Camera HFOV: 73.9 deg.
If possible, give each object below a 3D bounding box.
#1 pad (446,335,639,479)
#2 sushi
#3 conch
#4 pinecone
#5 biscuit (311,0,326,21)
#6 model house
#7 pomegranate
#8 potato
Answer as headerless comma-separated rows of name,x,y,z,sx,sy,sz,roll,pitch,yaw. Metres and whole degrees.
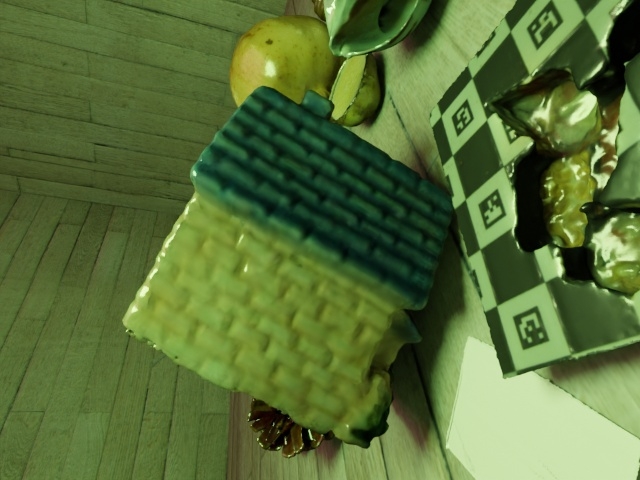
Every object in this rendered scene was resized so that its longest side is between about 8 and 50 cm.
pad,0.206,0.210,0.440,0.232,0.004,0.157,-151,71,-72
sushi,0.246,-0.096,0.348,0.359,0.064,0.344,125,144,-55
conch,0.123,-0.502,0.729,0.249,0.197,0.368,42,126,26
pinecone,-0.056,0.356,0.930,0.228,0.201,0.203,-19,76,44
biscuit,0.083,-0.681,1.009,0.332,0.103,0.333,-24,63,59
model house,0.000,0.000,0.713,0.401,0.394,0.445,-63,2,8
pomegranate,-0.068,-0.419,1.125,0.342,0.341,0.344,-172,90,-73
potato,0.090,-0.341,0.960,0.164,0.080,0.201,-42,37,48
